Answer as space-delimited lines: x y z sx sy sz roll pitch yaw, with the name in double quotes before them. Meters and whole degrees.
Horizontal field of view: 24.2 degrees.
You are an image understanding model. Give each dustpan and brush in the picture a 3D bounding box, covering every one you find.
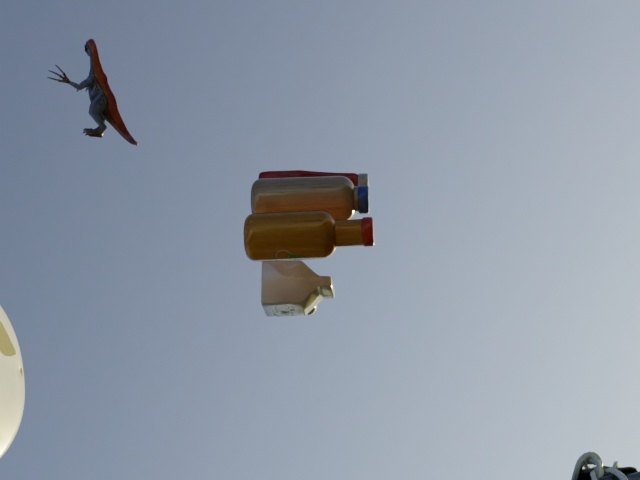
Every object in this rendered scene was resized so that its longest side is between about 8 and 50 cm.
"dustpan and brush" -0.253 0.101 1.108 0.060 0.147 0.211 -10 -8 9

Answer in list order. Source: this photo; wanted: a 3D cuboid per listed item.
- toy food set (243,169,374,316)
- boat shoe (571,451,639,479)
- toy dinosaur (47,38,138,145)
"toy food set" 0.000 0.000 1.307 0.104 0.111 0.232 -2 -21 5
"boat shoe" 0.209 0.211 1.106 0.319 0.099 0.116 -35 -10 2
"toy dinosaur" -0.192 -0.134 1.314 0.047 0.090 0.082 -58 -19 -80
